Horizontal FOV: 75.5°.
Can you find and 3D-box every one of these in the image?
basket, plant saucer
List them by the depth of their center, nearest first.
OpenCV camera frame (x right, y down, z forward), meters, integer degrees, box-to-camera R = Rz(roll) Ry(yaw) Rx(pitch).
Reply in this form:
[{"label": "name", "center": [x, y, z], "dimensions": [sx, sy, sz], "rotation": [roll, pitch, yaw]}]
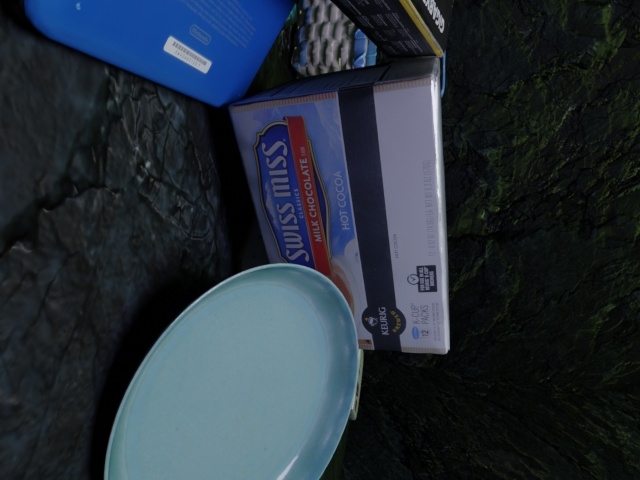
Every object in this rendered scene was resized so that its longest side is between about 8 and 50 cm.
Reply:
[{"label": "plant saucer", "center": [-0.072, 0.177, 0.448], "dimensions": [0.317, 0.043, 0.318], "rotation": [-13, 108, -44]}, {"label": "basket", "center": [0.101, -0.391, 0.794], "dimensions": [0.201, 0.289, 0.255], "rotation": [24, 74, -73]}]

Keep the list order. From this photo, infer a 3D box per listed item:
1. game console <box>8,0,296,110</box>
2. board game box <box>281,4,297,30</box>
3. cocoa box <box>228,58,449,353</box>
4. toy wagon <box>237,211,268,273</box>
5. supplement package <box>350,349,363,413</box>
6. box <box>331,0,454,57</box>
[{"label": "game console", "center": [-0.131, -0.279, 0.341], "dimensions": [0.250, 0.173, 0.293], "rotation": [-56, 174, 13]}, {"label": "board game box", "center": [-0.072, -0.376, 0.606], "dimensions": [0.186, 0.026, 0.126], "rotation": [-71, 163, -52]}, {"label": "cocoa box", "center": [0.056, -0.051, 0.579], "dimensions": [0.231, 0.228, 0.347], "rotation": [-61, 145, -58]}, {"label": "toy wagon", "center": [-0.063, 0.094, 0.733], "dimensions": [0.344, 0.068, 0.267], "rotation": [81, 17, -51]}, {"label": "supplement package", "center": [0.031, 0.355, 1.103], "dimensions": [0.203, 0.149, 0.194], "rotation": [77, 21, -60]}, {"label": "box", "center": [0.057, -0.332, 0.338], "dimensions": [0.322, 0.079, 0.257], "rotation": [-6, 105, -62]}]
